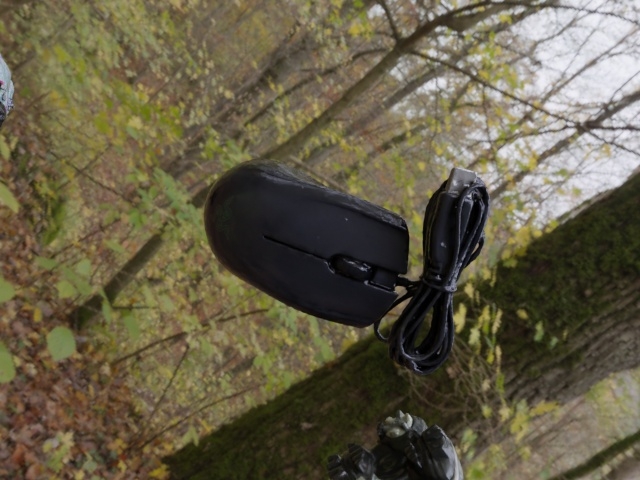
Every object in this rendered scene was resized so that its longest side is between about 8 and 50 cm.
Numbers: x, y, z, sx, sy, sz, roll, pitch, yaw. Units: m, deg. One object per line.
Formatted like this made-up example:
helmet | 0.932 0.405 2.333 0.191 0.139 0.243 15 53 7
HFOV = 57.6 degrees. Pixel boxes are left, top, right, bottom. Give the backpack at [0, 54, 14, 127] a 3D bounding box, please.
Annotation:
backpack | -0.569 -0.244 0.932 0.115 0.152 0.181 94 -15 -49

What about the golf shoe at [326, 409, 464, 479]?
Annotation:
golf shoe | 0.087 0.203 0.330 0.120 0.105 0.273 61 -2 -12

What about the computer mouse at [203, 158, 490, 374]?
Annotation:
computer mouse | 0.000 0.000 0.527 0.273 0.188 0.072 18 12 19
